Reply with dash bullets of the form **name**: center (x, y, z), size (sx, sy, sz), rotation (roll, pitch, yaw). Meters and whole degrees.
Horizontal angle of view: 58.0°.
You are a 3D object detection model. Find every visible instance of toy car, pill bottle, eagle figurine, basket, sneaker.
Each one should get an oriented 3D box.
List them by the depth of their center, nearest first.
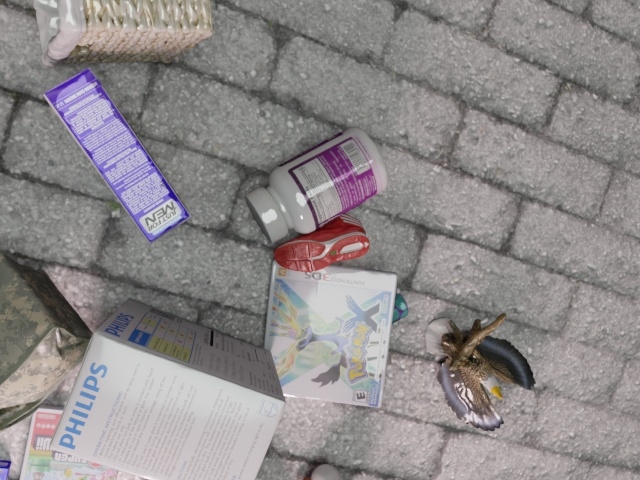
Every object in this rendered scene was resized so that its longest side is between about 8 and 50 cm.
- **basket**: center (-0.385, -0.512, 1.066), size (0.266, 0.328, 0.331), rotation (-11, 100, -30)
- **pill bottle**: center (-0.011, -0.119, 1.311), size (0.301, 0.169, 0.169), rotation (-30, 103, -10)
- **sneaker**: center (0.000, 0.000, 1.369), size (0.221, 0.128, 0.087), rotation (-6, 122, -1)
- **toy car**: center (-0.003, 0.651, 1.402), size (0.136, 0.182, 0.159), rotation (-10, 114, -10)
- **eagle figurine**: center (0.414, 0.339, 1.499), size (0.226, 0.225, 0.298), rotation (-13, 140, 25)

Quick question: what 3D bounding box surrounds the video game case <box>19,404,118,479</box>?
- **video game case**: center (-0.565, 0.521, 1.309), size (0.204, 0.025, 0.285), rotation (12, 94, -17)

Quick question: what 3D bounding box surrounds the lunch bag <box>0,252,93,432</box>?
- **lunch bag**: center (-0.630, 0.217, 1.139), size (0.235, 0.169, 0.287), rotation (40, 83, 24)

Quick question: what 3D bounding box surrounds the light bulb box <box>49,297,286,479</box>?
- **light bulb box**: center (-0.289, 0.307, 1.174), size (0.361, 0.358, 0.225), rotation (23, 90, -10)

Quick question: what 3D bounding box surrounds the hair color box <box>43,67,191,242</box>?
- **hair color box**: center (-0.407, -0.167, 1.187), size (0.110, 0.185, 0.339), rotation (-33, 104, -11)

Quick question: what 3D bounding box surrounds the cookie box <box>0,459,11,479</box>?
- **cookie box**: center (-0.734, 0.533, 1.254), size (0.091, 0.040, 0.107), rotation (14, 92, -17)

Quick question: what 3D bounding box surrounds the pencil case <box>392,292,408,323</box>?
- **pencil case**: center (0.140, 0.187, 1.443), size (0.151, 0.064, 0.070), rotation (-23, 64, -11)

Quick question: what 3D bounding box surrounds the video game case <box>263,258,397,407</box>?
- **video game case**: center (0.017, 0.222, 1.384), size (0.299, 0.036, 0.329), rotation (6, 95, 2)
